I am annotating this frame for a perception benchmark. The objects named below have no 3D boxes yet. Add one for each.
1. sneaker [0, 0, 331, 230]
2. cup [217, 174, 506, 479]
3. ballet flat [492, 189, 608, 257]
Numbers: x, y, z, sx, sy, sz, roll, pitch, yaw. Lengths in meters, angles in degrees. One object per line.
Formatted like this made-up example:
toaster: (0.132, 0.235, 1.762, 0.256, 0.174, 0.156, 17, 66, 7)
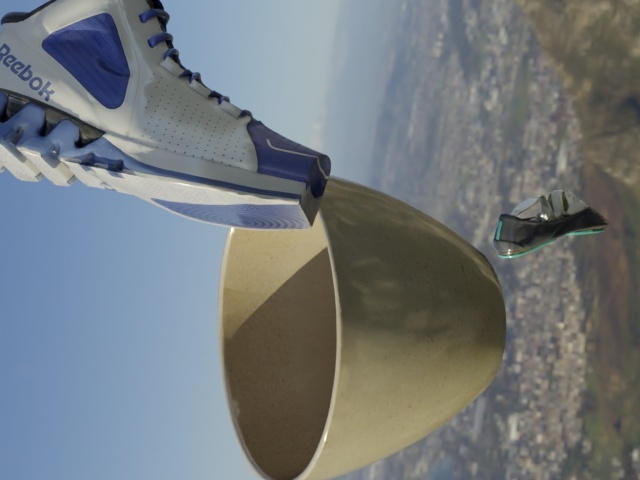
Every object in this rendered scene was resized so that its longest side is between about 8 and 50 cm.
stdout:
sneaker: (-0.139, -0.126, 0.959, 0.127, 0.315, 0.182, 84, -159, -78)
cup: (0.054, 0.087, 1.263, 0.331, 0.237, 0.331, 179, 90, -66)
ballet flat: (0.304, -0.029, 1.550, 0.074, 0.203, 0.074, 22, 118, 49)
